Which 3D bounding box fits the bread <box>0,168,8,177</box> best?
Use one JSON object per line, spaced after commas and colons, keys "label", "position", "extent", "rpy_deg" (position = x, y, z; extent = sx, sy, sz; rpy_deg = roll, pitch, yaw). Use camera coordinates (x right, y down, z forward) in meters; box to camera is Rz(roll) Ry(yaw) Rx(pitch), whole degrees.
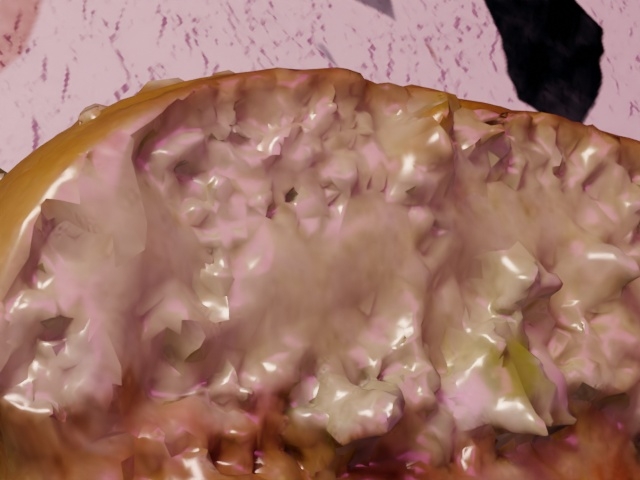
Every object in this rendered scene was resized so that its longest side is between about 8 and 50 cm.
{"label": "bread", "position": [-0.246, 0.020, 0.715], "extent": [0.207, 0.056, 0.286], "rpy_deg": [47, 43, 4]}

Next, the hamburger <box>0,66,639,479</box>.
{"label": "hamburger", "position": [0.006, 0.091, 0.701], "extent": [0.445, 0.287, 0.268], "rpy_deg": [7, 77, -40]}
